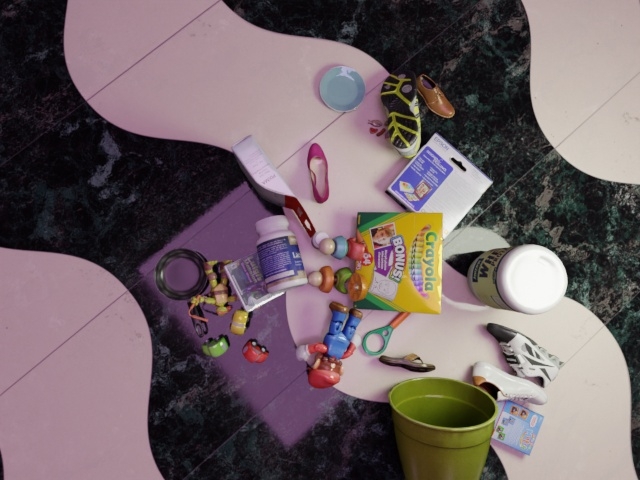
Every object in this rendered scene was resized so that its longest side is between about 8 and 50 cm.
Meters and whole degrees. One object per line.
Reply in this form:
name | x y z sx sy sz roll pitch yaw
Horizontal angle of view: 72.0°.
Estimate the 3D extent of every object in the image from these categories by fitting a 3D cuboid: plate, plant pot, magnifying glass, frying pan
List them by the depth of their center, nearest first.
plant pot | 0.423 0.725 1.547 0.365 0.366 0.354 -2 98 -4
frying pan | -0.476 0.175 1.647 0.197 0.053 0.326 -42 91 -7
magnifying glass | 0.258 0.350 1.702 0.231 0.026 0.092 -42 89 -4
plate | 0.088 -0.603 1.761 0.187 0.024 0.189 0 86 -5

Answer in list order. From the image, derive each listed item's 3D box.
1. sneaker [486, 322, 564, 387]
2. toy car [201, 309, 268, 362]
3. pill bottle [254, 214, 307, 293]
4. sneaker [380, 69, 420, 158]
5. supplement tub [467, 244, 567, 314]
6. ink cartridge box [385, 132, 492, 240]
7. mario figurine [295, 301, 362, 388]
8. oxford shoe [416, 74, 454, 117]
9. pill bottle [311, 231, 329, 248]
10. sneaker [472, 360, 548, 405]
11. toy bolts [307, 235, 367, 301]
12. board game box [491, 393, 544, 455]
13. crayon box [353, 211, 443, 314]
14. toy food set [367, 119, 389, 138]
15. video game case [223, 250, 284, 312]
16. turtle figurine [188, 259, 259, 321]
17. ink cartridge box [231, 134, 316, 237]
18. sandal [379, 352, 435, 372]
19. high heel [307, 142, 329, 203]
sneaker | 0.761 0.442 1.680 0.330 0.122 0.146 34 82 -1
toy car | -0.332 0.383 1.613 0.224 0.053 0.239 -18 112 8
pill bottle | -0.152 0.051 1.624 0.153 0.153 0.265 -15 81 -5
sneaker | 0.317 -0.494 1.723 0.145 0.147 0.385 -3 67 18
supplement tub | 0.692 0.139 1.596 0.235 0.325 0.236 0 86 -4
ink cartridge box | 0.464 -0.211 1.739 0.303 0.072 0.307 42 82 1
mario figurine | 0.032 0.389 1.638 0.197 0.170 0.321 22 87 16
oxford shoe | 0.459 -0.575 1.761 0.212 0.076 0.076 44 82 -2
pill bottle | 0.000 0.000 1.661 0.065 0.116 0.065 0 86 -5
sneaker | 0.706 0.574 1.658 0.289 0.106 0.123 23 50 7
toy bolts | 0.062 0.099 1.580 0.158 0.218 0.229 6 102 -25
board game box | 0.734 0.707 1.699 0.211 0.039 0.160 25 84 -1
crayon box | 0.290 0.080 1.633 0.312 0.106 0.364 1 84 17
toy food set | 0.250 -0.446 1.762 0.122 0.019 0.078 2 85 -4
video game case | -0.245 0.148 1.643 0.173 0.022 0.191 -26 87 -33
turtle figurine | -0.361 0.185 1.635 0.269 0.087 0.218 -1 80 -29
ink cartridge box | -0.162 -0.158 1.567 0.091 0.308 0.385 -33 89 -6
sandal | 0.333 0.458 1.679 0.219 0.090 0.060 11 63 4
high heel | -0.008 -0.263 1.681 0.082 0.117 0.245 0 86 -4
